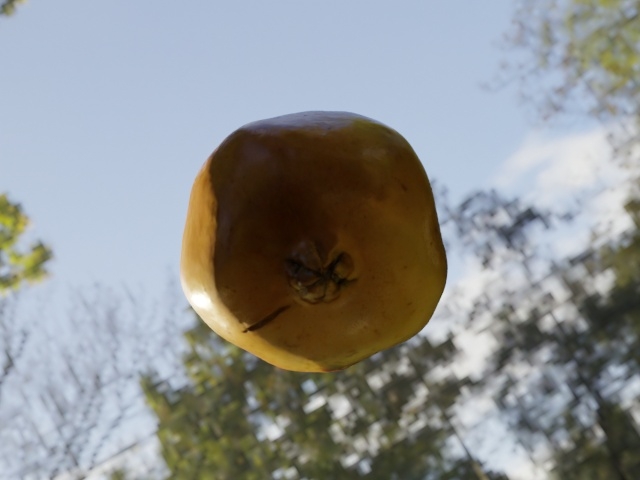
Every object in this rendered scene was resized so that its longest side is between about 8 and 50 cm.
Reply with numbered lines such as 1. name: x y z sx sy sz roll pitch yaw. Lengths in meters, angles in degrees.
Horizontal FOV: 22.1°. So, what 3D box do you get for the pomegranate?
1. pomegranate: -0.002 -0.003 1.258 0.209 0.209 0.209 -28 -19 -11
